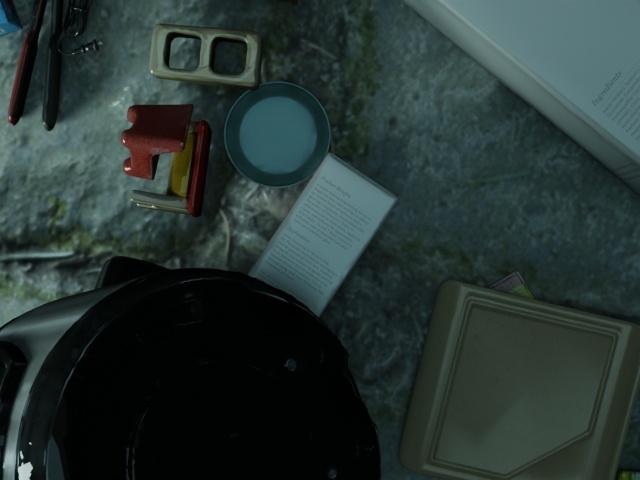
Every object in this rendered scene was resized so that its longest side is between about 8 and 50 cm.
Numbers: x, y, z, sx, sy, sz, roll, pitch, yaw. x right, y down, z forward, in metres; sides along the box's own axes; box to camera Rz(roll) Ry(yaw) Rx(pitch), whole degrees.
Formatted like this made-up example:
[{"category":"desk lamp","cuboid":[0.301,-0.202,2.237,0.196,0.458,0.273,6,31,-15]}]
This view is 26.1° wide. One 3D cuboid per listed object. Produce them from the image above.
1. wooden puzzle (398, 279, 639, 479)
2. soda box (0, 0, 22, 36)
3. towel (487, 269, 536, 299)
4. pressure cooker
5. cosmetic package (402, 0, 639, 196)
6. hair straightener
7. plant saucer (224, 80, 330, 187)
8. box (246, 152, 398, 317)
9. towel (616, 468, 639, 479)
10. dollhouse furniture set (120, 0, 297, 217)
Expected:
[{"category":"wooden puzzle","cuboid":[0.225,0.174,1.539,0.239,0.044,0.221,14,96,5]},{"category":"soda box","cuboid":[-0.446,-0.233,1.528,0.210,0.071,0.067,-21,91,2]},{"category":"towel","cuboid":[0.204,0.078,1.555,0.083,0.009,0.060,-33,91,3]},{"category":"pressure cooker","cuboid":[-0.188,0.229,1.375,0.370,0.420,0.375,-37,102,-30]},{"category":"cosmetic package","cuboid":[0.275,-0.204,1.445,0.385,0.217,0.156,41,92,-2]},{"category":"hair straightener","cuboid":[-0.284,-0.233,1.544,0.089,0.047,0.230,12,87,1]},{"category":"plant saucer","cuboid":[-0.048,-0.118,1.548,0.119,0.021,0.119,0,92,2]},{"category":"box","cuboid":[0.000,0.000,1.497,0.091,0.130,0.170,34,91,1]},{"category":"towel","cuboid":[0.450,0.312,1.554,0.237,0.021,0.102,3,97,0]},{"category":"dollhouse furniture set","cuboid":[-0.108,-0.215,1.444,0.152,0.201,0.374,6,86,1]}]
